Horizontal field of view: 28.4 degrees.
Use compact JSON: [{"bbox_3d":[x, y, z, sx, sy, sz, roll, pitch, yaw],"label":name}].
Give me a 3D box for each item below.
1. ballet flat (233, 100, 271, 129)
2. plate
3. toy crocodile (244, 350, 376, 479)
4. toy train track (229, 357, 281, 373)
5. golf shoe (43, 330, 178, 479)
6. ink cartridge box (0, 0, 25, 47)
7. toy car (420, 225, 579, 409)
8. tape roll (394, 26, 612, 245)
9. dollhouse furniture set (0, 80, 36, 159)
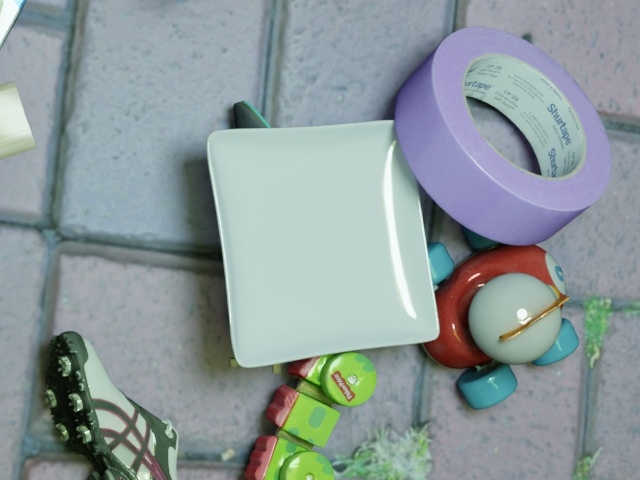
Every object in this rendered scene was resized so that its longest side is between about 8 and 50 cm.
[{"bbox_3d":[-0.053,-0.080,1.571,0.074,0.074,0.203,-46,105,-14],"label":"ballet flat"},{"bbox_3d":[0.000,0.000,1.520,0.278,0.045,0.277,-6,86,-27],"label":"plate"},{"bbox_3d":[-0.025,0.224,1.554,0.105,0.115,0.340,26,79,-16],"label":"toy crocodile"},{"bbox_3d":[-0.073,0.147,1.590,0.083,0.014,0.048,-9,92,-18],"label":"toy train track"},{"bbox_3d":[-0.241,0.224,1.500,0.120,0.105,0.273,-25,104,-33],"label":"golf shoe"},{"bbox_3d":[-0.427,-0.307,1.437,0.190,0.082,0.139,28,83,-15],"label":"ink cartridge box"},{"bbox_3d":[0.247,0.084,1.581,0.210,0.238,0.219,-31,99,-17],"label":"toy car"},{"bbox_3d":[0.230,-0.132,1.586,0.275,0.090,0.275,18,51,-23],"label":"tape roll"},{"bbox_3d":[-0.436,-0.256,1.261,0.362,0.256,0.394,-19,100,-14],"label":"dollhouse furniture set"}]
